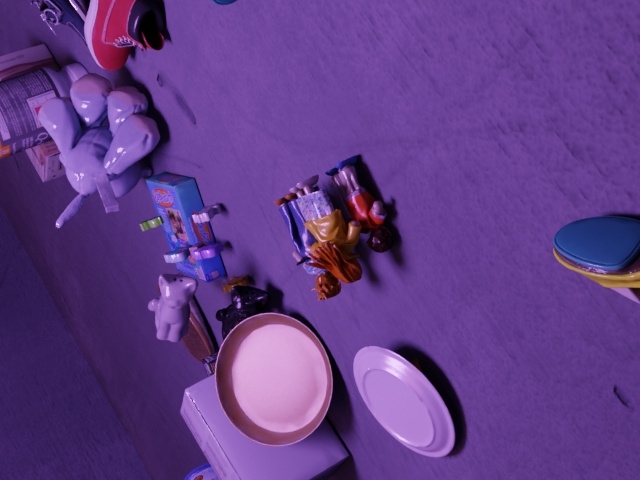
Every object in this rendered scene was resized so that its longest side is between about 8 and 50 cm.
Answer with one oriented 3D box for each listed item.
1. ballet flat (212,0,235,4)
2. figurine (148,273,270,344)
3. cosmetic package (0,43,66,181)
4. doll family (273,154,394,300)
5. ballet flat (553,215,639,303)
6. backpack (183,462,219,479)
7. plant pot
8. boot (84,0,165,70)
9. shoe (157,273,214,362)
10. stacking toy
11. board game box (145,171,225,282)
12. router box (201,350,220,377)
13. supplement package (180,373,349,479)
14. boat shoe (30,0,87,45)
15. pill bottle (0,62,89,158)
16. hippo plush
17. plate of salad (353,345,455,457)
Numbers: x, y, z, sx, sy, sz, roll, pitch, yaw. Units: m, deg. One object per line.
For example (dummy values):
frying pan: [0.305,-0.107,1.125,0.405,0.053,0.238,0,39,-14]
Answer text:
ballet flat: [-0.102,-0.434,1.212,0.096,0.095,0.280,62,146,27]
figurine: [-0.209,0.123,1.772,0.209,0.215,0.092,119,159,-62]
cosmetic package: [-0.668,-0.310,2.310,0.296,0.153,0.129,56,152,14]
doll family: [0.000,0.000,1.365,0.163,0.118,0.263,64,154,1]
ballet flat: [0.308,0.025,0.869,0.077,0.077,0.231,55,156,-19]
backpack: [-0.198,0.620,2.178,0.213,0.277,0.263,-128,29,-53]
plant pot: [-0.079,0.246,1.699,0.236,0.032,0.236,0,90,26]
boot: [-0.349,-0.365,1.736,0.176,0.088,0.244,52,148,22]
shoe: [-0.291,0.175,2.158,0.077,0.058,0.219,-21,99,44]
stacking toy: [-0.250,0.027,1.848,0.221,0.052,0.167,-8,110,38]
board game box: [-0.275,-0.029,1.940,0.160,0.047,0.210,16,127,57]
router box: [-0.184,0.286,2.003,0.038,0.092,0.122,4,116,61]
supplement package: [-0.110,0.364,1.805,0.262,0.204,0.145,56,155,17]
boat shoe: [-0.531,-0.477,1.895,0.095,0.079,0.254,48,175,42]
pill bottle: [-0.649,-0.293,2.138,0.162,0.278,0.162,44,148,37]
hippo plush: [-0.415,-0.178,1.955,0.236,0.234,0.294,40,-145,-78]
plate of salad: [0.128,0.236,1.423,0.200,0.048,0.199,34,144,30]
